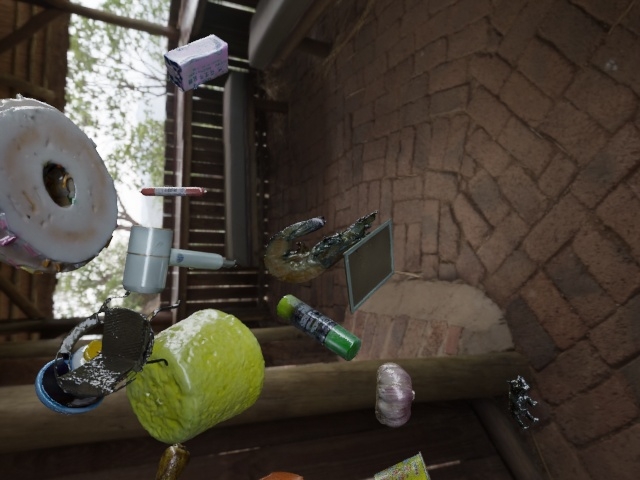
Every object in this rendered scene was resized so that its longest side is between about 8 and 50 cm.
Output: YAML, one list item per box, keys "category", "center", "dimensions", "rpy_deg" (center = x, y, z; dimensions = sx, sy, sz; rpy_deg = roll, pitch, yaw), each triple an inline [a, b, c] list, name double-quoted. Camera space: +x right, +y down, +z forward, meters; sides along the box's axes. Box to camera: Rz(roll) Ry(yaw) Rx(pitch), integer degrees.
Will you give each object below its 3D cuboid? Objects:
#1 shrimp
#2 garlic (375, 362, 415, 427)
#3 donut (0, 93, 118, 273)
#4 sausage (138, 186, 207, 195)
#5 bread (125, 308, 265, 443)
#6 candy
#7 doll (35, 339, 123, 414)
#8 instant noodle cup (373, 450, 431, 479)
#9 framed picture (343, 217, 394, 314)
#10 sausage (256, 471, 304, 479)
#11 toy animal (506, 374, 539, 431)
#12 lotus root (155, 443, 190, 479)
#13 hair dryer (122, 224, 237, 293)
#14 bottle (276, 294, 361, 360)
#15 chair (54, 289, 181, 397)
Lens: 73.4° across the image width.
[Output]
- category: "shrimp"
  center: [0.000, 0.000, 1.499]
  dimensions: [0.445, 0.272, 0.085]
  rpy_deg: [-30, 43, 11]
- category: "garlic"
  center: [0.196, 0.402, 1.124]
  dimensions: [0.147, 0.102, 0.159]
  rpy_deg: [78, -166, -75]
- category: "donut"
  center: [-0.608, -0.107, 0.920]
  dimensions: [0.383, 0.143, 0.382]
  rpy_deg: [-11, -90, -77]
- category: "sausage"
  center: [-0.475, -0.157, 1.382]
  dimensions: [0.029, 0.223, 0.029]
  rpy_deg: [0, -90, -88]
- category: "bread"
  center: [-0.373, 0.399, 1.267]
  dimensions: [0.349, 0.308, 0.347]
  rpy_deg: [9, 106, 32]
- category: "candy"
  center: [-0.325, -0.471, 1.141]
  dimensions: [0.073, 0.160, 0.092]
  rpy_deg: [43, 151, 19]
- category: "doll"
  center: [-0.633, 0.363, 1.132]
  dimensions: [0.314, 0.177, 0.141]
  rpy_deg: [-38, 26, 29]
- category: "instant noodle cup"
  center: [0.243, 0.708, 1.175]
  dimensions: [0.205, 0.153, 0.204]
  rpy_deg: [-22, -90, -85]
- category: "framed picture"
  center: [0.169, 0.081, 1.454]
  dimensions: [0.018, 0.293, 0.231]
  rpy_deg: [12, 121, 36]
- category: "sausage"
  center: [-0.155, 0.668, 1.064]
  dimensions: [0.133, 0.259, 0.133]
  rpy_deg: [162, 90, -82]
- category: "toy animal"
  center: [0.436, 0.347, 0.937]
  dimensions: [0.065, 0.047, 0.135]
  rpy_deg: [-124, 15, -61]
- category: "lotus root"
  center: [-0.564, 0.866, 1.614]
  dimensions: [0.095, 0.108, 0.190]
  rpy_deg: [-2, 59, 52]
- category: "hair dryer"
  center: [-0.372, 0.066, 1.222]
  dimensions: [0.108, 0.357, 0.172]
  rpy_deg: [6, 87, 41]
- category: "bottle"
  center: [-0.010, 0.306, 1.530]
  dimensions: [0.330, 0.093, 0.093]
  rpy_deg: [27, 117, 32]
- category: "chair"
  center: [-0.388, 0.199, 0.829]
  dimensions: [0.213, 0.175, 0.148]
  rpy_deg: [-33, -48, -78]
